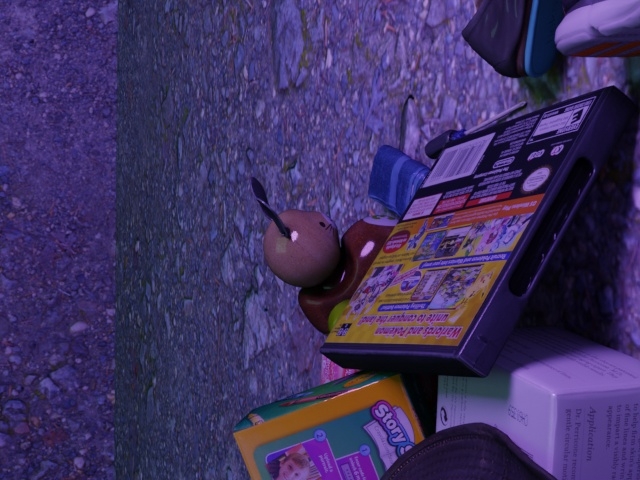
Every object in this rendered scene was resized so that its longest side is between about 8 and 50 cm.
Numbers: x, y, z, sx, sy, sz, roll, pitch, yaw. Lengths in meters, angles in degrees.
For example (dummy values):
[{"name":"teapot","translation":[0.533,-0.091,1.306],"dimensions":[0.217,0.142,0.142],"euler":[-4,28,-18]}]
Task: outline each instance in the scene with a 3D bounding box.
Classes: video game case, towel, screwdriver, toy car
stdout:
[{"name":"video game case","translation":[0.121,0.001,0.921],"dimensions":[0.248,0.035,0.275],"euler":[-57,15,-16]},{"name":"towel","translation":[0.088,-0.062,1.198],"dimensions":[0.119,0.029,0.067],"euler":[-137,50,-62]},{"name":"screwdriver","translation":[0.146,-0.108,1.054],"dimensions":[0.170,0.025,0.024],"euler":[151,116,-67]},{"name":"toy car","translation":[0.000,0.000,1.153],"dimensions":[0.149,0.188,0.155],"euler":[-47,18,4]}]

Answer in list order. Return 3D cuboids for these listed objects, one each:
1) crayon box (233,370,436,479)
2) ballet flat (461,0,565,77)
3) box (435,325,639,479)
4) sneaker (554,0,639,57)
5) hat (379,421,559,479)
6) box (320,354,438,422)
[{"name":"crayon box","translation":[0.051,0.264,0.989],"dimensions":[0.081,0.165,0.278],"euler":[-19,-92,-78]},{"name":"ballet flat","translation":[0.169,-0.264,0.867],"dimensions":[0.096,0.095,0.280],"euler":[34,127,29]},{"name":"box","translation":[0.177,0.174,0.847],"dimensions":[0.182,0.119,0.181],"euler":[-157,68,-68]},{"name":"sneaker","translation":[0.238,-0.227,0.672],"dimensions":[0.321,0.125,0.180],"euler":[176,92,-69]},{"name":"hat","translation":[0.041,0.266,0.749],"dimensions":[0.331,0.134,0.331],"euler":[-46,34,46]},{"name":"box","translation":[0.073,0.244,1.113],"dimensions":[0.128,0.123,0.256],"euler":[-165,76,-67]}]
